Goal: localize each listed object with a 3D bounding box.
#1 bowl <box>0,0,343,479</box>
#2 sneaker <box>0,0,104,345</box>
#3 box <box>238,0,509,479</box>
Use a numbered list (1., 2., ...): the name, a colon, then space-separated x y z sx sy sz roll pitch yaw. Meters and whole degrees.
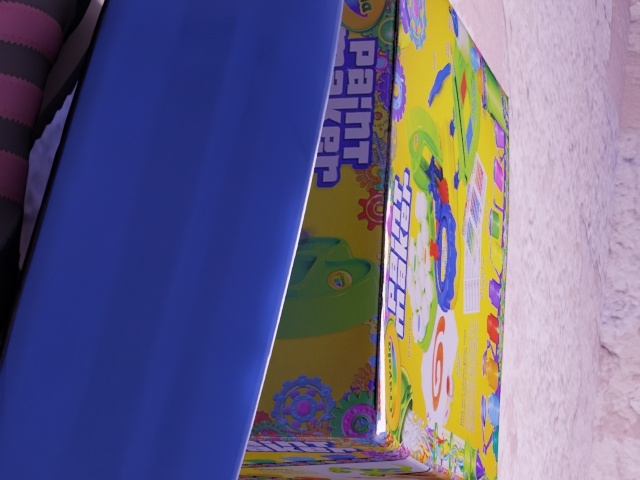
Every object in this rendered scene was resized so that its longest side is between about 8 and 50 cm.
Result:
1. bowl: -0.083 0.049 0.636 0.391 0.077 0.391 -164 -90 -83
2. sneaker: -0.161 -0.061 0.614 0.319 0.112 0.131 -84 173 -46
3. box: 0.000 0.000 0.994 0.279 0.177 0.290 42 50 -65
